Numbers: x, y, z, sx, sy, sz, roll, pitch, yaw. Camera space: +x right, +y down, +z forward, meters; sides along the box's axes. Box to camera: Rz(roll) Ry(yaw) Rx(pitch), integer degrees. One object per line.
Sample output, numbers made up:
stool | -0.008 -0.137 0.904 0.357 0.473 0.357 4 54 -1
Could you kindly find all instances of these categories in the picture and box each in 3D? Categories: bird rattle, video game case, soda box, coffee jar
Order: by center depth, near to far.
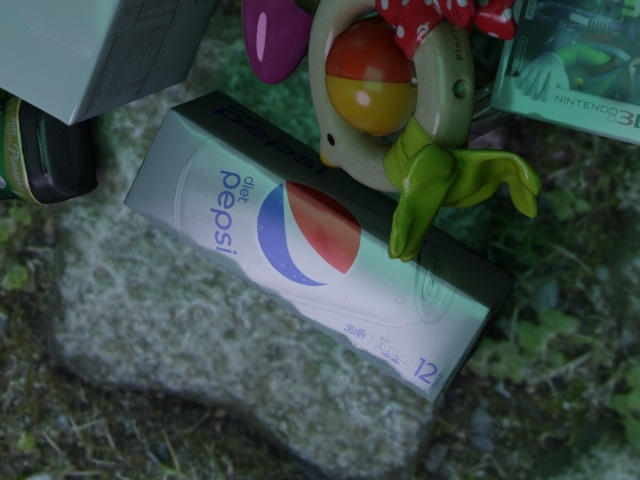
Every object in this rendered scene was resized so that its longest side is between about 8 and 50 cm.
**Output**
bird rattle | 0.054 -0.116 1.100 0.207 0.143 0.254 16 122 51
video game case | 0.224 -0.165 1.121 0.173 0.022 0.190 15 95 15
soda box | 0.000 0.000 1.224 0.286 0.098 0.091 33 112 9
coffee jar | -0.273 -0.073 1.309 0.184 0.079 0.096 -3 100 21

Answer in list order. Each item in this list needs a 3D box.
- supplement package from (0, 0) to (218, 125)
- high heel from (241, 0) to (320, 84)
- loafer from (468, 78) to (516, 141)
supplement package | -0.193 -0.206 1.179 0.194 0.203 0.149 29 112 11
high heel | 0.022 -0.219 1.158 0.117 0.082 0.244 26 100 36
loafer | 0.128 -0.105 1.185 0.125 0.045 0.039 -24 80 17
